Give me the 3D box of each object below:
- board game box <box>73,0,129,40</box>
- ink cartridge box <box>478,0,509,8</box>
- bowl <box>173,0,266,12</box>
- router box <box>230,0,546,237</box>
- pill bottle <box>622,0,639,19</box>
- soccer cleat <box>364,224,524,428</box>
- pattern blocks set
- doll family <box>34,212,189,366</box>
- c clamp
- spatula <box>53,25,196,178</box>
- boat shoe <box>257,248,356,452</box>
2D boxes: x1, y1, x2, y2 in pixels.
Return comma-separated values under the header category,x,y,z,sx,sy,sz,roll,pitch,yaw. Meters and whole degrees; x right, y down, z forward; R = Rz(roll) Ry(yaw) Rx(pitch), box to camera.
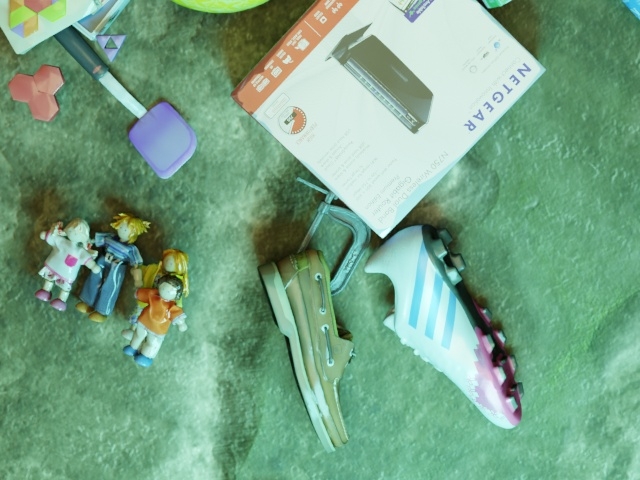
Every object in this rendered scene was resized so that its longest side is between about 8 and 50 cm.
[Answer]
category,x,y,z,sx,sy,sz,roll,pitch,yaw
board game box,-0.298,-0.460,1.777,0.193,0.053,0.305,40,98,-5
ink cartridge box,0.202,-0.463,1.687,0.121,0.211,0.289,-32,98,7
bowl,-0.119,-0.438,1.680,0.289,0.156,0.289,-6,109,-18
router box,0.095,-0.228,1.793,0.301,0.082,0.335,42,98,-6
pill bottle,0.503,-0.332,1.748,0.124,0.124,0.221,-43,95,7
soccer cleat,0.180,0.136,1.850,0.143,0.116,0.331,-25,96,21
pattern blocks set,-0.410,-0.361,1.756,0.285,0.026,0.325,-43,94,8
doll family,-0.283,0.052,1.847,0.263,0.118,0.163,30,106,14
c clamp,0.000,0.000,1.862,0.137,0.022,0.161,20,104,-9
spatula,-0.296,-0.222,1.828,0.084,0.030,0.296,-42,96,6
boat shoe,0.004,0.163,1.844,0.104,0.111,0.307,-19,108,-7
